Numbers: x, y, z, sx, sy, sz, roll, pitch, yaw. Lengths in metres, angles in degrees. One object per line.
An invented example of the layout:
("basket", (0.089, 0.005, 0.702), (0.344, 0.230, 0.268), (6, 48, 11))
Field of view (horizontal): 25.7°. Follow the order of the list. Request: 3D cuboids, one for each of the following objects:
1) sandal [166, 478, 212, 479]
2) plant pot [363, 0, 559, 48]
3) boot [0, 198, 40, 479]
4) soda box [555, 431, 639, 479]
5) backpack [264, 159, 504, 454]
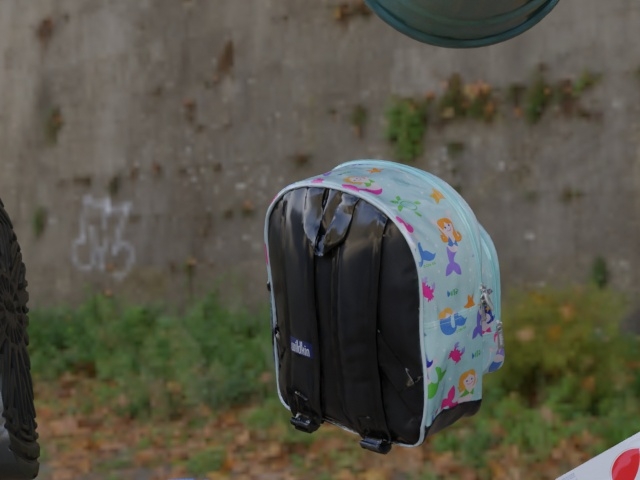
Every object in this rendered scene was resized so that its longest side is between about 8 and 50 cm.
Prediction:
("sandal", (-0.227, 0.322, 1.554), (0.317, 0.126, 0.138), (-8, -26, 7))
("plant pot", (0.196, -0.434, 1.751), (0.341, 0.341, 0.334), (-3, -1, -2))
("boot", (-0.416, 0.096, 1.321), (0.260, 0.347, 0.131), (-13, -25, 4))
("soda box", (0.341, 0.216, 1.348), (0.216, 0.069, 0.074), (-32, -41, 12))
("backpack", (0.059, 0.048, 1.359), (0.225, 0.253, 0.191), (12, 29, 43))
